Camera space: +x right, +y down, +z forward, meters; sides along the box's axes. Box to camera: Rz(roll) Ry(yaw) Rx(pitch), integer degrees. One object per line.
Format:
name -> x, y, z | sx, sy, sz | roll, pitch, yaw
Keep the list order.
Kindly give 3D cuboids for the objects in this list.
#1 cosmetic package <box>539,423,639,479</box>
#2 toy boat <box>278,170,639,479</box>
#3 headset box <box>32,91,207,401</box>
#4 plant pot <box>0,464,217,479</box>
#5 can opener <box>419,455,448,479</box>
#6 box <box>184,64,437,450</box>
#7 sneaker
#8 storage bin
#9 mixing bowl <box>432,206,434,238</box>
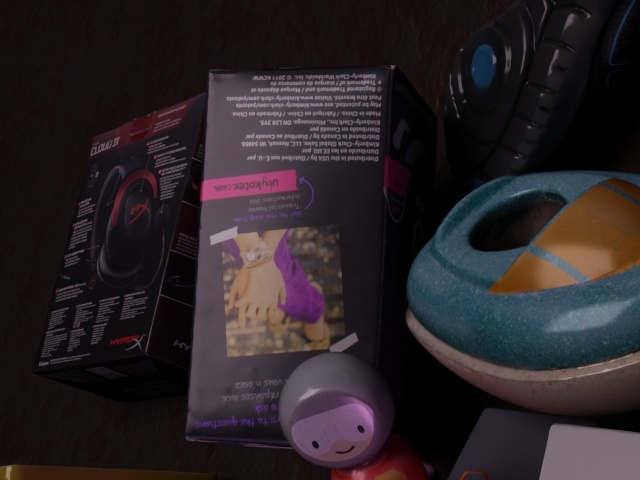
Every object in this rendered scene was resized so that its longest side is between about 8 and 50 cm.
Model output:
cosmetic package -> 0.278, 0.188, 0.673 | 0.366, 0.197, 0.155 | -5, 67, 55
toy boat -> 0.116, 0.054, 0.931 | 0.318, 0.148, 0.267 | -42, 26, -24
headset box -> -0.153, -0.001, 1.464 | 0.218, 0.110, 0.293 | -14, 59, 50
plant pot -> -0.229, 0.308, 1.309 | 0.212, 0.212, 0.187 | -22, 65, 46
can opener -> 0.005, 0.270, 1.109 | 0.280, 0.074, 0.093 | -53, 36, 20
box -> -0.001, 0.019, 1.106 | 0.143, 0.165, 0.270 | 2, 83, 16
sneaker -> 0.199, -0.147, 1.071 | 0.340, 0.140, 0.125 | -63, 38, 39
storage bin -> 0.138, 0.161, 0.984 | 0.135, 0.098, 0.091 | -3, 57, 54
mixing bowl -> 0.000, 0.000, 1.264 | 0.181, 0.098, 0.181 | -31, 48, 41
